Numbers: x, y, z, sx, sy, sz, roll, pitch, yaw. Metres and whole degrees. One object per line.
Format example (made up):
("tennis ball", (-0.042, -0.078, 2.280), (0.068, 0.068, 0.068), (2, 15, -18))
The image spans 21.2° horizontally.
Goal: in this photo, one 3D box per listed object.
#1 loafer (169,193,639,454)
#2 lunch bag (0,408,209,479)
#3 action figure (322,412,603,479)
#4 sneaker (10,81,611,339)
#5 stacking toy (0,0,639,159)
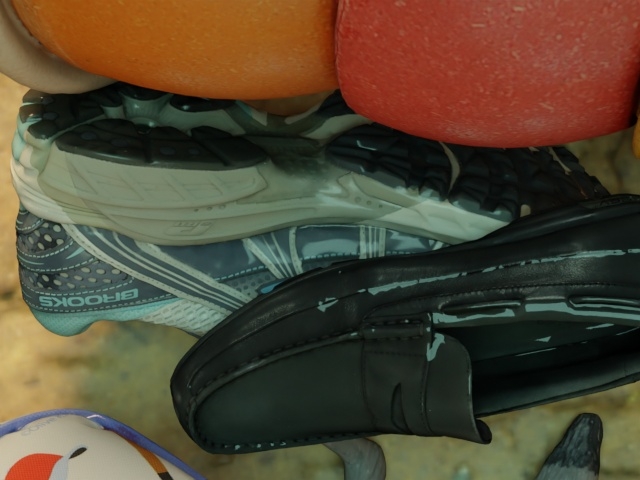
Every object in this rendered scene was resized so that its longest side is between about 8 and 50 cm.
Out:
("loafer", (0.047, 0.046, 0.692), (0.223, 0.076, 0.078), (-17, 45, 6))
("lunch bag", (-0.121, 0.179, 0.611), (0.243, 0.303, 0.115), (25, 121, 31))
("action figure", (0.118, 0.247, 0.713), (0.341, 0.178, 0.330), (2, 93, 24))
("sneaker", (0.000, 0.000, 0.766), (0.283, 0.110, 0.122), (7, 122, -13))
("stacking toy", (0.133, -0.128, 0.594), (0.480, 0.350, 0.350), (28, 88, 13))
